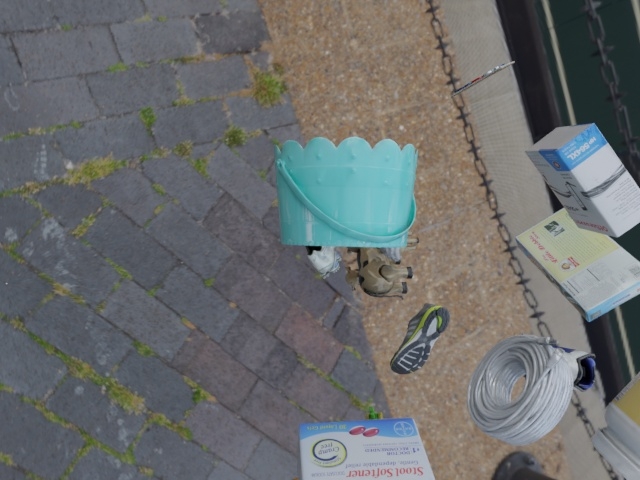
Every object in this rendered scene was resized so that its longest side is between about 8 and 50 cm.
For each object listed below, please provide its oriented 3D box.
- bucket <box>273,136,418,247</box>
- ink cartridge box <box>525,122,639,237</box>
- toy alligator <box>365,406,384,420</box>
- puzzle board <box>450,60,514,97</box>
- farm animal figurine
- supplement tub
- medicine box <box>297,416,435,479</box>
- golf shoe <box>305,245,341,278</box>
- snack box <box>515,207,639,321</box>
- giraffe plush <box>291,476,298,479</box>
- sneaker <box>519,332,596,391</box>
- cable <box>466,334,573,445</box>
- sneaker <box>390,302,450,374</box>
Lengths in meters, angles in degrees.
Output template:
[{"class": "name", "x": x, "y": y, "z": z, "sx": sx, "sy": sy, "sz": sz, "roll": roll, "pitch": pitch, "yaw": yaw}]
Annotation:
[{"class": "bucket", "x": 0.046, "y": -0.081, "z": 0.933, "sx": 0.281, "sy": 0.281, "sz": 0.183, "roll": 0, "pitch": 92, "yaw": -32}, {"class": "ink cartridge box", "x": 0.507, "y": -0.115, "z": 0.949, "sx": 0.085, "sy": 0.148, "sz": 0.203, "roll": -37, "pitch": 96, "yaw": 6}, {"class": "toy alligator", "x": 0.192, "y": 0.638, "z": 1.696, "sx": 0.051, "sy": 0.056, "sz": 0.190, "roll": -82, "pitch": 159, "yaw": -51}, {"class": "puzzle board", "x": 0.364, "y": -0.365, "z": 1.121, "sx": 0.096, "sy": 0.128, "sz": 0.011, "roll": -35, "pitch": 99, "yaw": -47}, {"class": "farm animal figurine", "x": 0.140, "y": 0.048, "z": 1.402, "sx": 0.172, "sy": 0.327, "sz": 0.331, "roll": -2, "pitch": 122, "yaw": -6}, {"class": "supplement tub", "x": 0.749, "y": 0.363, "z": 1.007, "sx": 0.241, "sy": 0.241, "sz": 0.331, "roll": 33, "pitch": 100, "yaw": -26}, {"class": "medicine box", "x": 0.091, "y": 0.517, "z": 0.995, "sx": 0.263, "sy": 0.289, "sz": 0.149, "roll": -1, "pitch": 113, "yaw": -6}, {"class": "golf shoe", "x": 0.000, "y": 0.000, "z": 1.133, "sx": 0.086, "sy": 0.069, "sz": 0.176, "roll": 43, "pitch": 22, "yaw": -30}, {"class": "snack box", "x": 0.710, "y": 0.051, "z": 1.368, "sx": 0.187, "sy": 0.322, "sz": 0.060, "roll": -32, "pitch": 131, "yaw": 7}, {"class": "giraffe plush", "x": -0.032, "y": 0.777, "z": 1.490, "sx": 0.170, "sy": 0.210, "sz": 0.182, "roll": 43, "pitch": 39, "yaw": -27}, {"class": "sneaker", "x": 0.650, "y": 0.350, "z": 1.382, "sx": 0.182, "sy": 0.315, "sz": 0.128, "roll": 13, "pitch": 88, "yaw": 12}, {"class": "cable", "x": 0.458, "y": 0.342, "z": 1.162, "sx": 0.089, "sy": 0.257, "sz": 0.257, "roll": 31, "pitch": 81, "yaw": -13}, {"class": "sneaker", "x": 0.356, "y": 0.359, "z": 1.828, "sx": 0.111, "sy": 0.121, "sz": 0.300, "roll": 36, "pitch": 93, "yaw": -14}]
